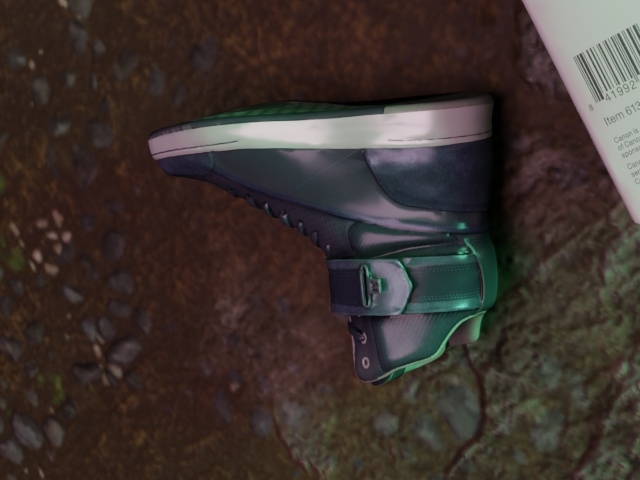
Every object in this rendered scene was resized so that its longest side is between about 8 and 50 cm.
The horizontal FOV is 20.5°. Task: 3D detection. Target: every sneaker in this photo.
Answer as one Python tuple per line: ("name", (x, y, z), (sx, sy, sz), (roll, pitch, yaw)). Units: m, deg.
("sneaker", (0.000, 0.000, 1.017), (0.226, 0.086, 0.163), (2, 104, 35))

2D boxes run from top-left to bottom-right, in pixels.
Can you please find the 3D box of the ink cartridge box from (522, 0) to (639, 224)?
("ink cartridge box", (0.180, -0.153, 0.822), (0.172, 0.100, 0.237), (-27, 90, 39))
